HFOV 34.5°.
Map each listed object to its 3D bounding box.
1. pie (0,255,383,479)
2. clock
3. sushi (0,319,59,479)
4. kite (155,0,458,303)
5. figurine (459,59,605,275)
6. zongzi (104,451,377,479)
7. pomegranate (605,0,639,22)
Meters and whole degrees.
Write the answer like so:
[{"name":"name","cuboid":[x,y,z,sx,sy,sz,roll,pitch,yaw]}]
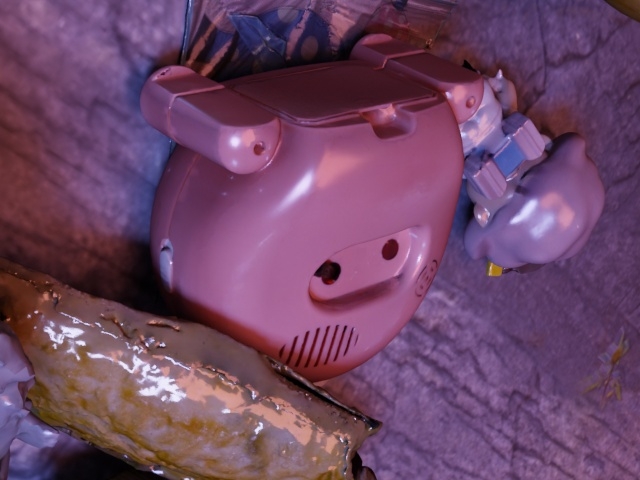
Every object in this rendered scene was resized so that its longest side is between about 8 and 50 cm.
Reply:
[{"name":"pie","cuboid":[-0.102,0.098,0.652,0.282,0.068,0.128,27,132,-14]},{"name":"clock","cuboid":[0.000,0.000,0.709,0.227,0.142,0.241,-15,124,-34]},{"name":"sushi","cuboid":[-0.298,0.137,0.406,0.417,0.176,0.417,-47,166,-15]},{"name":"kite","cuboid":[-0.010,-0.081,0.760,0.335,0.011,0.314,-44,132,-13]},{"name":"figurine","cuboid":[0.163,-0.050,0.853,0.137,0.112,0.229,-50,125,-10]},{"name":"zongzi","cuboid":[-0.102,0.277,0.796,0.286,0.134,0.288,-15,133,-39]},{"name":"pomegranate","cuboid":[0.320,-0.294,0.649,0.410,0.410,0.410,-18,122,-32]}]
